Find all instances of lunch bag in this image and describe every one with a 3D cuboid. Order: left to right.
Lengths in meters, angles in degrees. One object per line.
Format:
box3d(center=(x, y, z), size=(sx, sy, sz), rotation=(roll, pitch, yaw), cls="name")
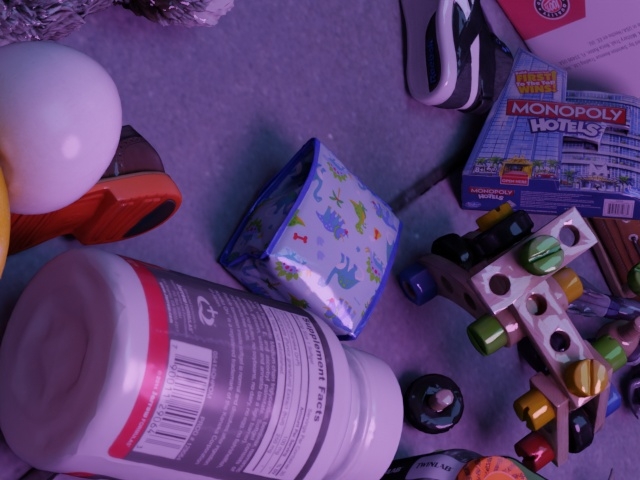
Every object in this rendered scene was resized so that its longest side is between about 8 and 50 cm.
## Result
box3d(center=(0.000, 0.000, 1.636), size=(0.129, 0.096, 0.151), rotation=(44, 60, -25), cls="lunch bag")

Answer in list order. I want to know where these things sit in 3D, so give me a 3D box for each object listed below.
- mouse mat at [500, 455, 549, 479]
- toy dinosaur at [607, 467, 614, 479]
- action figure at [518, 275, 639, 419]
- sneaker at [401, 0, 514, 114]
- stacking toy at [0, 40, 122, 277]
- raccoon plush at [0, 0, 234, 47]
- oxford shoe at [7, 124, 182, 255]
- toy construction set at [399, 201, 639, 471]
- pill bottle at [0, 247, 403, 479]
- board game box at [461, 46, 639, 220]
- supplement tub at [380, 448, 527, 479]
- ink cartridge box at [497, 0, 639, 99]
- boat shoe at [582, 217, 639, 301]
box3d(center=(0.204, 0.268, 1.708), size=(0.152, 0.189, 0.007), rotation=(-10, 122, -45), cls="mouse mat")
box3d(center=(0.228, 0.329, 1.741), size=(0.313, 0.160, 0.121), rotation=(-5, 112, -33), cls="toy dinosaur")
box3d(center=(0.344, 0.103, 1.918), size=(0.285, 0.099, 0.185), rotation=(7, 101, -33), cls="action figure")
box3d(center=(0.148, -0.237, 1.876), size=(0.121, 0.079, 0.217), rotation=(13, 77, -45), cls="sneaker")
box3d(center=(-0.312, -0.007, 1.103), size=(0.480, 0.350, 0.351), rotation=(-34, 101, -33), cls="stacking toy")
box3d(center=(-0.219, -0.159, 1.411), size=(0.446, 0.216, 0.299), rotation=(18, 73, -40), cls="raccoon plush")
box3d(center=(-0.239, -0.050, 1.439), size=(0.271, 0.097, 0.098), rotation=(-2, 59, -49), cls="oxford shoe")
box3d(center=(0.240, 0.074, 1.674), size=(0.308, 0.237, 0.257), rotation=(-6, 74, -15), cls="toy construction set")
box3d(center=(-0.088, 0.124, 1.452), size=(0.318, 0.176, 0.176), rotation=(18, 65, -40), cls="pill bottle")
box3d(center=(0.253, -0.116, 1.882), size=(0.060, 0.194, 0.194), rotation=(85, 11, -50), cls="board game box")
box3d(center=(0.090, 0.248, 1.575), size=(0.117, 0.190, 0.117), rotation=(16, 66, -40), cls="supplement tub")
box3d(center=(0.413, -0.214, 1.977), size=(0.385, 0.279, 0.160), rotation=(54, 46, -18), cls="ink cartridge box")
box3d(center=(0.375, 0.008, 1.990), size=(0.307, 0.104, 0.111), rotation=(47, 48, -24), cls="boat shoe")
